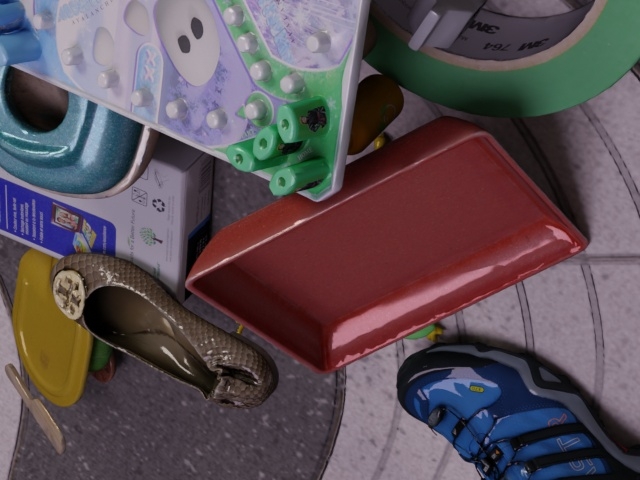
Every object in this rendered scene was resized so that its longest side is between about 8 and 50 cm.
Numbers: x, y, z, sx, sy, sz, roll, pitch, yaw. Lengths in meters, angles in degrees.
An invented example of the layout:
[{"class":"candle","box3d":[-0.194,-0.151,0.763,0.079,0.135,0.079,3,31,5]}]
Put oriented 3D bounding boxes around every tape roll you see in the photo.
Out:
[{"class":"tape roll","box3d":[0.120,-0.246,1.467,0.321,0.077,0.321,17,130,22]}]

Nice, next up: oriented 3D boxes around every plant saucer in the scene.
[{"class":"plant saucer","box3d":[0.053,0.001,1.572,0.258,0.048,0.259,-27,151,15]}]

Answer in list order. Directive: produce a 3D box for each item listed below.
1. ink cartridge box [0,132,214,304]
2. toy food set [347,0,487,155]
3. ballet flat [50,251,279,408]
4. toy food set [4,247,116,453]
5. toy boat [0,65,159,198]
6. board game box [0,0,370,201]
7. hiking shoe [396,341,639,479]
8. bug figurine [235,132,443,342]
[{"class":"ink cartridge box","box3d":[-0.256,-0.069,1.862,0.332,0.065,0.165,22,132,17]},{"class":"toy food set","box3d":[0.040,-0.163,1.453,0.111,0.104,0.232,39,135,3]},{"class":"ballet flat","box3d":[-0.152,0.085,1.810,0.250,0.058,0.084,29,128,20]},{"class":"toy food set","box3d":[-0.244,0.090,1.977,0.128,0.071,0.218,47,139,30]},{"class":"toy boat","box3d":[-0.163,-0.154,1.647,0.318,0.148,0.267,9,108,27]},{"class":"board game box","box3d":[-0.120,-0.265,1.453,0.390,0.050,0.390,25,117,35]},{"class":"hiking shoe","box3d":[0.188,0.196,1.710,0.304,0.132,0.113,30,134,12]},{"class":"bug figurine","box3d":[0.000,0.000,1.734,0.216,0.072,0.279,12,127,27]}]
